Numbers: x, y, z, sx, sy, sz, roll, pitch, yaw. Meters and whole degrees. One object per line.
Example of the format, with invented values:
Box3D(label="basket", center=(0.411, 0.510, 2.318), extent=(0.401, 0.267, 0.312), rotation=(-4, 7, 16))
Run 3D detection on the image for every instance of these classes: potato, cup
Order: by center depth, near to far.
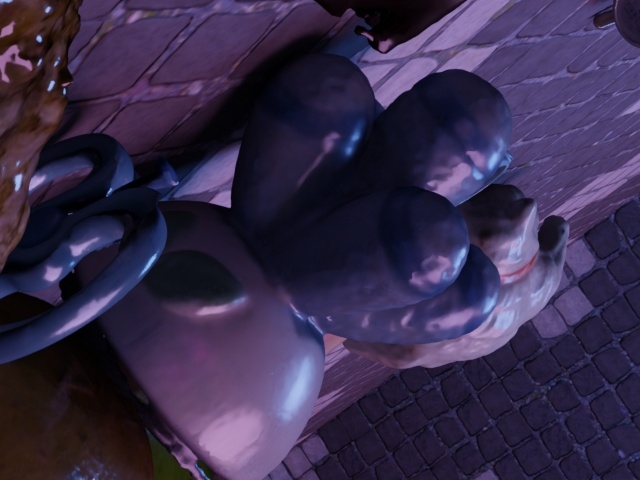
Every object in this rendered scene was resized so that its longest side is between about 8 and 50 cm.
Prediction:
Box3D(label="potato", center=(-0.190, 0.121, 0.909), extent=(0.116, 0.239, 0.299), rotation=(-36, 160, 3))
Box3D(label="cup", center=(0.325, -0.233, 1.311), extent=(0.099, 0.102, 0.074), rotation=(-24, 128, -34))

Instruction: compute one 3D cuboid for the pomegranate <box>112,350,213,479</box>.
Box3D(label="pomegranate", center=(-0.193, 0.215, 1.207), extent=(0.323, 0.291, 0.291), rotation=(-36, 170, -14))

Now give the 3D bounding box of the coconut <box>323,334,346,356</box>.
Box3D(label="coconut", center=(-0.004, 0.071, 1.552), extent=(0.122, 0.116, 0.116), rotation=(-43, 165, 34))

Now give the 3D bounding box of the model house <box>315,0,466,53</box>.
Box3D(label="model house", center=(0.026, -0.174, 0.447), extent=(0.203, 0.164, 0.141), rotation=(-42, 171, 32))

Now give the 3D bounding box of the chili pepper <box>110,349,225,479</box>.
Box3D(label="chili pepper", center=(-0.154, 0.211, 1.372), extent=(0.144, 0.253, 0.136), rotation=(-36, 163, -31))

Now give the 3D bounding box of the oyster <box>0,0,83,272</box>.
Box3D(label="oyster", center=(-0.163, -0.068, 0.525), extent=(0.204, 0.111, 0.396), rotation=(-36, 166, -3))

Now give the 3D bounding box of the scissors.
Box3D(label="scissors", center=(-0.254, 0.050, 0.765), extent=(0.393, 0.032, 0.180), rotation=(-26, -149, 6))

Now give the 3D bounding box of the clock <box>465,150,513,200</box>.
Box3D(label="clock", center=(0.169, -0.079, 1.560), extent=(0.108, 0.045, 0.147), rotation=(-40, 168, 34))

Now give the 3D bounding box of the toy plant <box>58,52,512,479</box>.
Box3D(label="toy plant", center=(0.000, 0.000, 0.982), extent=(0.332, 0.247, 0.247), rotation=(-36, 169, 4))

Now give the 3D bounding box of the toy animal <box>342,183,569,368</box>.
Box3D(label="toy animal", center=(0.163, 0.042, 1.828), extent=(0.308, 0.266, 0.188), rotation=(7, 160, 15))
